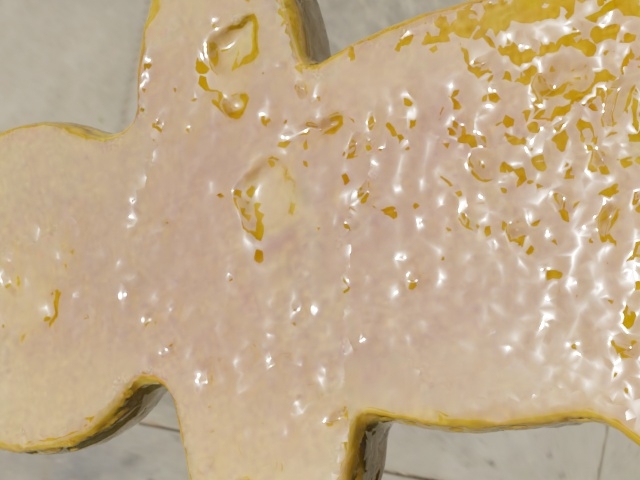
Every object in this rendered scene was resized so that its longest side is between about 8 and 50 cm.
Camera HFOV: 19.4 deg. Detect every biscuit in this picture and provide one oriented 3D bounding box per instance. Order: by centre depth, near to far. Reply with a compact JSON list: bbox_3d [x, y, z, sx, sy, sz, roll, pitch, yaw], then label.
[{"bbox_3d":[0.000,0.000,0.580,0.301,0.049,0.197,-12,77,24],"label":"biscuit"}]
